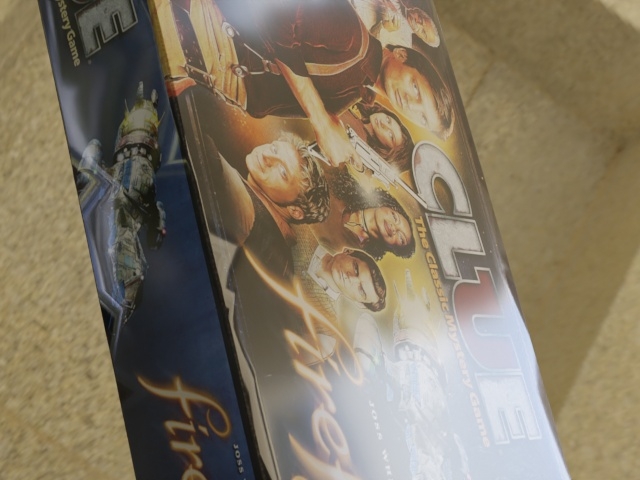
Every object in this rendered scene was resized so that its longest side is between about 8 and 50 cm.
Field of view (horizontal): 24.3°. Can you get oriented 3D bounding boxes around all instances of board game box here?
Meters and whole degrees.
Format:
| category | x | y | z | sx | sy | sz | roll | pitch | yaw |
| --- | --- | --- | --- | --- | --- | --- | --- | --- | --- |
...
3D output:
| category | x | y | z | sx | sy | sz | roll | pitch | yaw |
| --- | --- | --- | --- | --- | --- | --- | --- | --- | --- |
| board game box | 0.000 | 0.000 | 0.446 | 0.165 | 0.042 | 0.243 | 10 | -119 | -54 |
